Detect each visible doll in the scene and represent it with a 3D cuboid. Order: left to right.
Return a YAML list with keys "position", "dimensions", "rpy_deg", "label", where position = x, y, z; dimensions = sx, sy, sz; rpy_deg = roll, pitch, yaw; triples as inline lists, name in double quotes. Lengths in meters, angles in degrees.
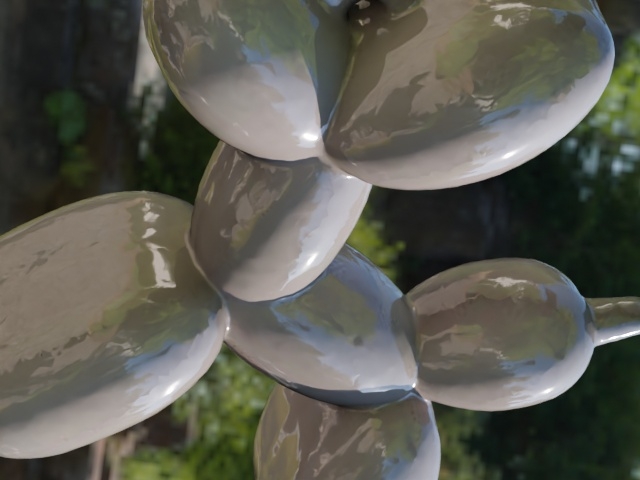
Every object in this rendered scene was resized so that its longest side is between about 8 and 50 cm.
- position: [0.000, 0.000, 0.405]
  dimensions: [0.160, 0.161, 0.059]
  rpy_deg: [-41, -144, 24]
  label: "doll"
